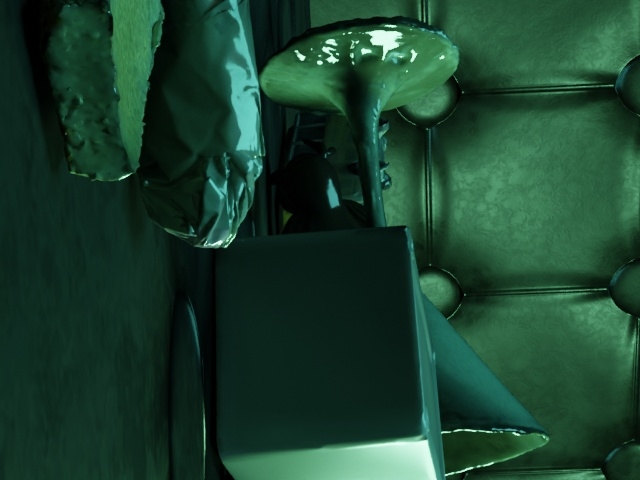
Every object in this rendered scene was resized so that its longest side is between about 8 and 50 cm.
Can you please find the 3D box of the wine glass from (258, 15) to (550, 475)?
[{"bbox_3d":[0.055,0.014,1.273,0.267,0.267,0.406,82,1,-71],"label":"wine glass"}]

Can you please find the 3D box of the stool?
[{"bbox_3d":[0.000,0.000,1.450,0.121,0.125,0.217,137,-66,-70],"label":"stool"}]

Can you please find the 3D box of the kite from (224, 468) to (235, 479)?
[{"bbox_3d":[-0.056,0.142,1.009,0.241,0.014,0.183,81,7,-83],"label":"kite"}]

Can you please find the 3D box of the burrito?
[{"bbox_3d":[-0.058,-0.097,0.601,0.064,0.064,0.203,-61,147,-86],"label":"burrito"}]

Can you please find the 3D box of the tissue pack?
[{"bbox_3d":[0.015,0.110,0.972,0.246,0.135,0.159,73,13,-63],"label":"tissue pack"}]

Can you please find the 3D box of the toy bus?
[{"bbox_3d":[0.021,-0.076,1.679,0.342,0.138,0.097,-86,172,-65],"label":"toy bus"}]

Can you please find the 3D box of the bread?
[{"bbox_3d":[-0.076,-0.085,0.491,0.154,0.028,0.068,-91,178,-57],"label":"bread"}]
